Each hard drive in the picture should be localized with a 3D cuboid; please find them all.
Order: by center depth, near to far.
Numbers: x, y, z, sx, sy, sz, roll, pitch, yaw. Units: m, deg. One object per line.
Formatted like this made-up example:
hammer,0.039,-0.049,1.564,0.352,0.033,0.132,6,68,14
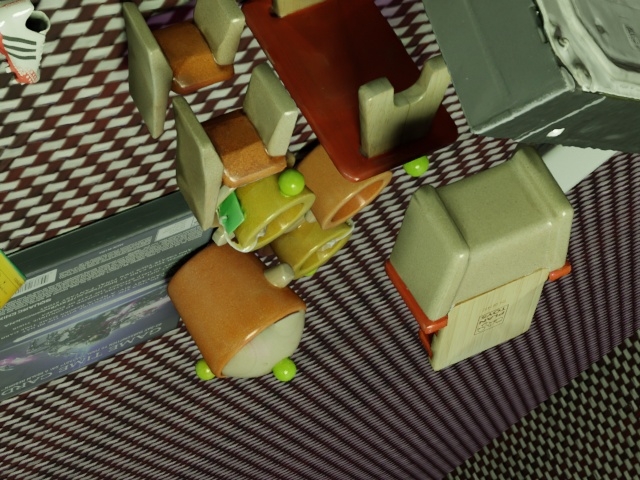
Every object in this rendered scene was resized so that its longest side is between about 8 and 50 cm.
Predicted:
hard drive,0.142,-0.166,0.959,0.064,0.237,0.339,-26,166,30

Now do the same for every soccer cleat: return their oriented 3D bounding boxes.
soccer cleat,-0.167,-0.113,0.990,0.035,0.029,0.083,-24,159,0

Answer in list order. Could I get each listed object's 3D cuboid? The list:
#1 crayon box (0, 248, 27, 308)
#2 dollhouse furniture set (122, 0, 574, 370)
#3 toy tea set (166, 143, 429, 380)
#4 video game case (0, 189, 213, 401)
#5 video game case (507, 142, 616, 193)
crayon box,-0.284,0.022,1.023,0.165,0.081,0.278,-47,166,-10
dollhouse furniture set,0.042,-0.065,1.069,0.262,0.259,0.135,-22,153,-17
toy tea set,0.000,0.000,1.380,0.200,0.124,0.336,-33,167,-27
video game case,-0.190,0.049,1.443,0.196,0.026,0.274,-22,163,-21
video game case,0.270,-0.176,1.253,0.329,0.036,0.300,-41,-170,38
